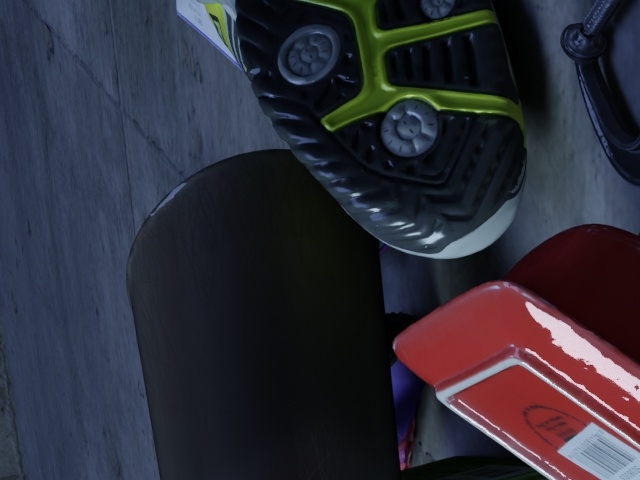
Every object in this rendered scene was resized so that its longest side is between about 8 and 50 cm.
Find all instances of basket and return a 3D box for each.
[{"bbox_3d":[-0.028,0.097,1.086,0.204,0.154,0.227,110,158,-45],"label":"basket"}]

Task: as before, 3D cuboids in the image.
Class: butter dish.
[{"bbox_3d":[0.138,0.045,0.854,0.160,0.118,0.160,36,158,-5],"label":"butter dish"}]

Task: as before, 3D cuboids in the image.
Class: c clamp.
[{"bbox_3d":[0.148,-0.104,0.864,0.137,0.022,0.160,63,156,25],"label":"c clamp"}]

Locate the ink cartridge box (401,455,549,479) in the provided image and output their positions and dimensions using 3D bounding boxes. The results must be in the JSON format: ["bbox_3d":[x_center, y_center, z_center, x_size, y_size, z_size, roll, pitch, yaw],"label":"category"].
[{"bbox_3d":[0.103,0.264,1.121,0.189,0.097,0.255,162,95,-72],"label":"ink cartridge box"}]

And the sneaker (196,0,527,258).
[{"bbox_3d":[0.019,-0.127,1.109,0.384,0.145,0.147,59,-175,39],"label":"sneaker"}]

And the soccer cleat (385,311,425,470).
[{"bbox_3d":[0.025,0.154,1.314,0.116,0.108,0.318,44,146,7],"label":"soccer cleat"}]

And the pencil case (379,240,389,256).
[{"bbox_3d":[0.000,0.000,1.304,0.152,0.064,0.070,145,128,-71],"label":"pencil case"}]

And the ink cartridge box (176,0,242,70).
[{"bbox_3d":[-0.067,-0.240,1.370,0.206,0.045,0.208,-134,37,-58],"label":"ink cartridge box"}]
